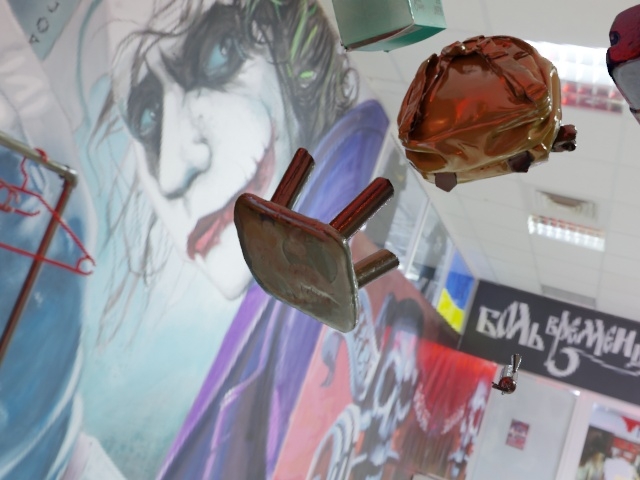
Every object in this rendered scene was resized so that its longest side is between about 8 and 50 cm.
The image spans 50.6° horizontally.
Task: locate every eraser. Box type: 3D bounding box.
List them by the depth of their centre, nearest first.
[{"bbox_3d":[0.593,-0.238,1.123,0.101,0.155,0.332,-10,-41,47],"label":"eraser"}]

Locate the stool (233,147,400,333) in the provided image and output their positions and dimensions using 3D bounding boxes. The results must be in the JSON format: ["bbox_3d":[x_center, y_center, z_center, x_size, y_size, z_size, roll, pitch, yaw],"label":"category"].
[{"bbox_3d":[0.000,0.000,1.491,0.310,0.226,0.310,24,-38,30],"label":"stool"}]

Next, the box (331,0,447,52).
[{"bbox_3d":[0.084,-0.448,1.004,0.118,0.312,0.205,-8,10,28],"label":"box"}]

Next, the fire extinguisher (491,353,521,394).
[{"bbox_3d":[0.262,0.184,0.927,0.032,0.046,0.100,47,15,10],"label":"fire extinguisher"}]

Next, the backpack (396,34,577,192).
[{"bbox_3d":[0.333,-0.272,1.394,0.353,0.378,0.201,-6,-44,24],"label":"backpack"}]
